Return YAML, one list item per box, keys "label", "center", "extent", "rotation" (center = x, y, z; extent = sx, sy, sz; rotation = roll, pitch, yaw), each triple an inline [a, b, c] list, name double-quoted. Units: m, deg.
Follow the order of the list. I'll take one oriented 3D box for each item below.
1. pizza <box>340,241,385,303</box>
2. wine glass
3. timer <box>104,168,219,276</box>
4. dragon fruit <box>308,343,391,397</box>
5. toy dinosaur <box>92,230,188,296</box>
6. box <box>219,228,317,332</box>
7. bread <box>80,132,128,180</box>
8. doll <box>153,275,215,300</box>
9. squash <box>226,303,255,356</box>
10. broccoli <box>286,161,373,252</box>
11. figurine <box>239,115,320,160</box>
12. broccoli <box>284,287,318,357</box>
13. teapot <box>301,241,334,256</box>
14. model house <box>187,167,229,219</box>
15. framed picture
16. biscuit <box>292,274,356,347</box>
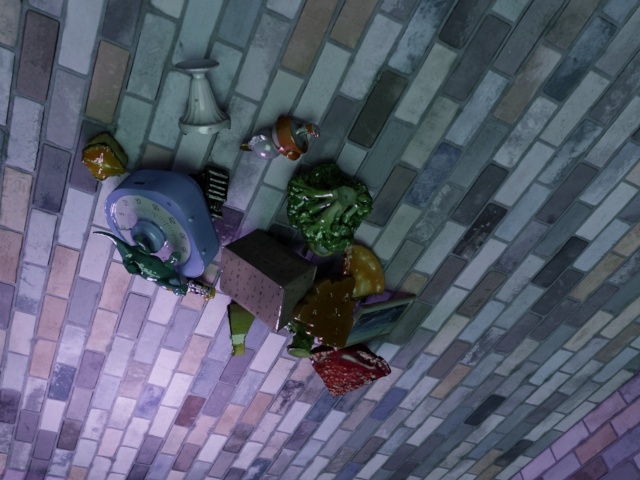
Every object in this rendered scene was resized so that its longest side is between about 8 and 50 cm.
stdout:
- label: "pizza"
  center: [0.137, 0.143, 1.983]
  extent: [0.229, 0.081, 0.289]
  rotation: [-52, 128, -15]
- label: "wine glass"
  center: [-0.357, -0.426, 1.529]
  extent: [0.164, 0.165, 0.197]
  rotation: [-4, 121, -1]
- label: "timer"
  center: [-0.550, -0.050, 1.713]
  extent: [0.394, 0.173, 0.395]
  rotation: [14, 136, 14]
- label: "dragon fruit"
  center: [0.145, 0.549, 2.191]
  extent: [0.330, 0.302, 0.240]
  rotation: [-1, 87, 20]
- label: "toy dinosaur"
  center: [-0.580, 0.089, 1.694]
  extent: [0.383, 0.129, 0.331]
  rotation: [32, 158, -21]
- label: "box"
  center: [-0.192, 0.139, 1.844]
  extent: [0.297, 0.190, 0.225]
  rotation: [32, 130, 26]
- label: "bread"
  center: [-0.706, -0.268, 1.669]
  extent: [0.127, 0.069, 0.140]
  rotation: [-20, 128, 12]
- label: "doll"
  center: [-0.554, 0.149, 1.970]
  extent: [0.316, 0.145, 0.103]
  rotation: [28, 86, -29]
- label: "squash"
  center: [-0.314, 0.360, 2.068]
  extent: [0.133, 0.220, 0.220]
  rotation: [2, 126, -11]
- label: "broccoli"
  center: [0.039, -0.117, 1.716]
  extent: [0.307, 0.308, 0.275]
  rotation: [25, 158, -21]
- label: "figurine"
  center: [-0.135, -0.327, 1.643]
  extent: [0.271, 0.143, 0.143]
  rotation: [5, 130, 23]
- label: "broccoli"
  center: [-0.028, 0.322, 2.015]
  extent: [0.297, 0.297, 0.298]
  rotation: [9, 142, 7]
- label: "teapot"
  center: [0.000, 0.000, 1.885]
  extent: [0.165, 0.119, 0.130]
  rotation: [-31, 115, 27]
- label: "model house"
  center: [-0.388, -0.174, 1.737]
  extent: [0.165, 0.106, 0.152]
  rotation: [14, 126, -19]
- label: "framed picture"
  center: [0.228, 0.330, 2.096]
  extent: [0.335, 0.022, 0.247]
  rotation: [-4, 134, -43]
- label: "biscuit"
  center: [0.031, 0.273, 1.878]
  extent: [0.278, 0.043, 0.302]
  rotation: [-26, 116, -28]
